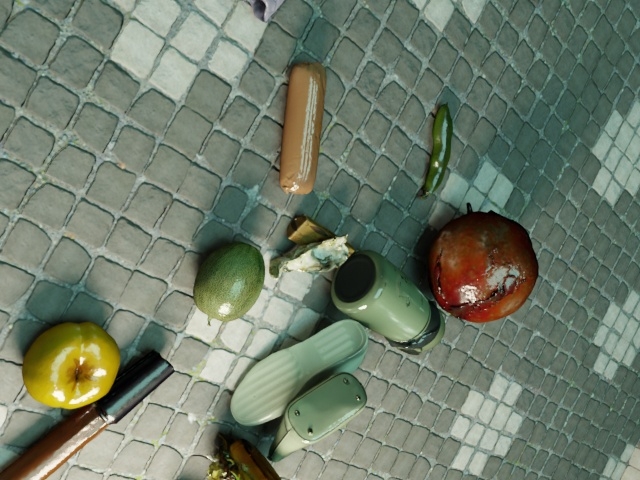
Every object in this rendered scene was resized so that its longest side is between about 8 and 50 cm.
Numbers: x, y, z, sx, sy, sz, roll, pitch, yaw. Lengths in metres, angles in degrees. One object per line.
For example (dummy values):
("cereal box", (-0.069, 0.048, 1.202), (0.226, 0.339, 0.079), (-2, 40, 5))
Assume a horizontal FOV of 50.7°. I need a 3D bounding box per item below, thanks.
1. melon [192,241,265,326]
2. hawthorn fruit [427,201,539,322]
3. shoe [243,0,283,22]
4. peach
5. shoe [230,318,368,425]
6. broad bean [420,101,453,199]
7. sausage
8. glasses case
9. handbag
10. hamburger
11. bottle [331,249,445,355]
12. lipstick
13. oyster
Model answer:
("melon", (-0.193, 0.093, 1.417), (0.139, 0.139, 0.192), (33, 82, -37))
("hawthorn fruit", (0.428, 0.069, 1.761), (0.316, 0.316, 0.315), (-11, 110, -32))
("shoe", (-0.146, -0.532, 1.291), (0.245, 0.095, 0.137), (28, 84, -44))
("peach", (-0.472, 0.236, 1.287), (0.179, 0.103, 0.179), (-15, 116, -31))
("shoe", (-0.042, 0.329, 1.620), (0.363, 0.131, 0.160), (-32, 151, -9))
("broad bean", (0.304, -0.226, 1.731), (0.065, 0.046, 0.254), (4, 102, -23))
("sausage", (-0.039, -0.240, 1.459), (0.086, 0.086, 0.288), (-2, 106, -35))
("glasses case", (0.000, 0.000, 1.583), (0.170, 0.041, 0.064), (32, 110, -37))
("handbag", (-0.008, 0.435, 1.583), (0.241, 0.109, 0.315), (-26, 155, -25))
("hamburger", (-0.168, 0.557, 1.519), (0.139, 0.243, 0.261), (-39, 115, -9))
("bottle", (0.185, 0.169, 1.694), (0.347, 0.168, 0.168), (38, 81, -39))
("lipstick", (-0.475, 0.373, 1.343), (0.418, 0.077, 0.077), (-39, 123, -18))
("oyster", (-0.020, 0.030, 1.548), (0.200, 0.061, 0.106), (-2, 116, -27))
